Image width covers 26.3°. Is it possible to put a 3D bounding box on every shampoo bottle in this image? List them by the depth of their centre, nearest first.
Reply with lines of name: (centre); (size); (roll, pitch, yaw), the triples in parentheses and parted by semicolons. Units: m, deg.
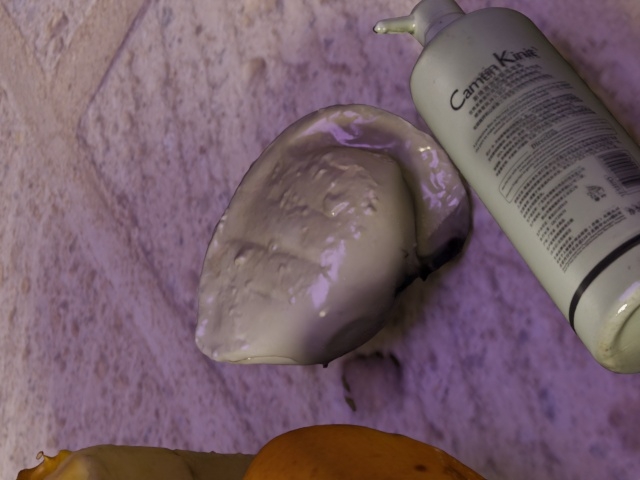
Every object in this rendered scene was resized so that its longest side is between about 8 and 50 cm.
shampoo bottle: (0.120, -0.050, 0.749); (0.085, 0.085, 0.262); (-51, 49, 24)

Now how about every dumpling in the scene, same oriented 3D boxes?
dumpling: (0.001, -0.001, 0.850); (0.176, 0.092, 0.150); (-41, 56, 30)

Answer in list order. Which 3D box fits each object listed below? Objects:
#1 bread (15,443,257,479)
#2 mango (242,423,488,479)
bread: (-0.114, 0.297, 0.811); (0.279, 0.207, 0.279); (-42, 53, 32)
mango: (0.055, 0.212, 0.668); (0.290, 0.160, 0.191); (43, 97, 29)
